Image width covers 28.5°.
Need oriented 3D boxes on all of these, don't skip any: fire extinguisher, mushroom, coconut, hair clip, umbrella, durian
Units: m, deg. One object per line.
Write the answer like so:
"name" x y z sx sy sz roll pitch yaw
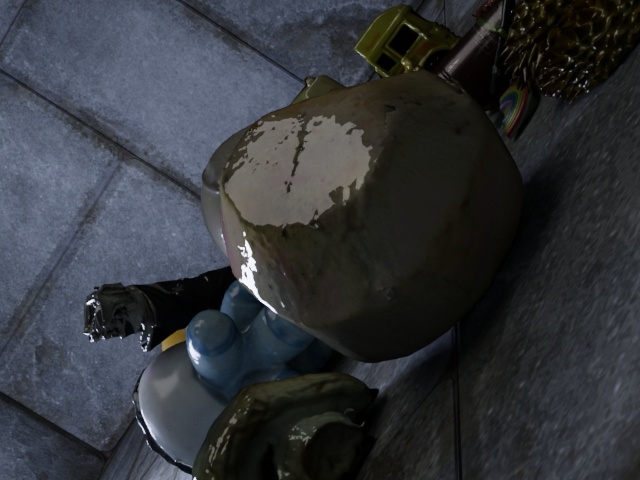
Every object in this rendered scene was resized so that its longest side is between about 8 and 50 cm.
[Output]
"fire extinguisher" 0.300 -0.320 1.770 0.341 0.105 0.141 -48 38 19
"mushroom" -0.059 0.256 1.496 0.267 0.164 0.189 -59 9 -14
"coconut" 0.067 -0.033 1.439 0.352 0.353 0.352 -56 8 12
"hair clip" 0.277 -0.205 1.741 0.060 0.033 0.188 -50 10 30
"umbrella" -0.204 0.100 2.019 0.358 0.106 0.113 -10 -19 -29
"durian" 0.323 -0.249 1.494 0.139 0.144 0.252 -12 -36 -42

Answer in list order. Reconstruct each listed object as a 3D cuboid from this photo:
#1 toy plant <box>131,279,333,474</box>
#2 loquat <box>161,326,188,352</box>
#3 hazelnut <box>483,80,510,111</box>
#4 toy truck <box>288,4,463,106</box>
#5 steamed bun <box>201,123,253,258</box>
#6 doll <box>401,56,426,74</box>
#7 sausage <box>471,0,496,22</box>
"toy plant" -0.113 0.189 1.916 0.332 0.247 0.247 -49 11 39
"loquat" -0.166 0.179 2.266 0.235 0.235 0.235 -56 8 12
"hazelnut" 0.248 -0.235 1.909 0.086 0.086 0.086 -56 8 12
"toy truck" 0.090 -0.245 2.307 0.405 0.254 0.180 -52 4 13
"steamed bun" 0.009 -0.059 1.884 0.374 0.241 0.374 -15 19 5
"doll" 0.091 -0.139 2.174 0.199 0.145 0.363 43 108 40
"sausage" 0.323 -0.389 2.027 0.326 0.079 0.087 148 139 -74
